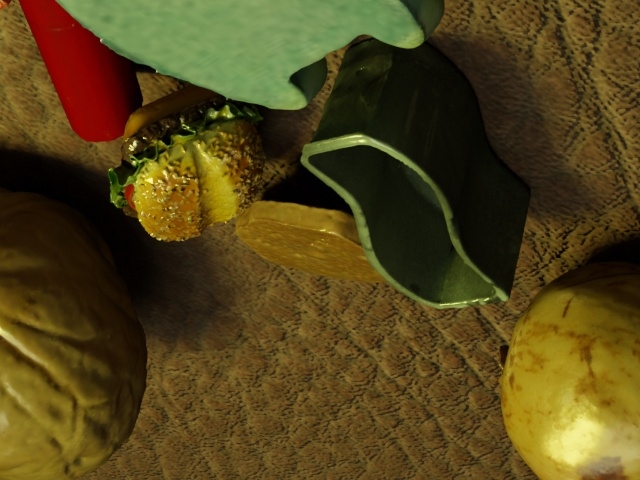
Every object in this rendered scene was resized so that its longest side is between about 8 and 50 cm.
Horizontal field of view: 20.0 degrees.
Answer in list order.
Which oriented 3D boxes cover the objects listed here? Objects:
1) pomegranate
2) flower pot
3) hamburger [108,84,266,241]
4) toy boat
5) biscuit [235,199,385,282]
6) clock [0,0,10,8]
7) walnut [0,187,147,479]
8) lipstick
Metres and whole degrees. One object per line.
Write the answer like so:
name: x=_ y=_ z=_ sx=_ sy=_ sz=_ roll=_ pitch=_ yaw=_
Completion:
pomegranate: x=0.244 y=0.123 z=1.510 sx=0.215 sy=0.215 sz=0.215 roll=12 pitch=149 yaw=8
flower pot: x=0.077 y=-0.050 z=1.415 sx=0.103 sy=0.108 sz=0.229 roll=-3 pitch=143 yaw=29
hamburger: x=-0.105 y=-0.054 z=1.463 sx=0.137 sy=0.087 sz=0.166 roll=-26 pitch=162 yaw=-14
toy boat: x=-0.070 y=-0.216 z=1.246 sx=0.330 sy=0.123 sz=0.215 roll=25 pitch=146 yaw=-36
biscuit: x=0.000 y=0.000 z=1.549 sx=0.142 sy=0.029 sz=0.221 roll=21 pitch=168 yaw=-8
clock: x=-0.313 y=-0.225 z=1.371 sx=0.113 sy=0.061 sz=0.155 roll=-19 pitch=131 yaw=44
walnut: x=-0.299 y=0.092 z=1.684 sx=0.277 sy=0.252 sz=0.313 roll=9 pitch=158 yaw=13
lipstick: x=-0.192 y=-0.186 z=1.358 sx=0.073 sy=0.073 sz=0.279 roll=8 pitch=145 yaw=15
